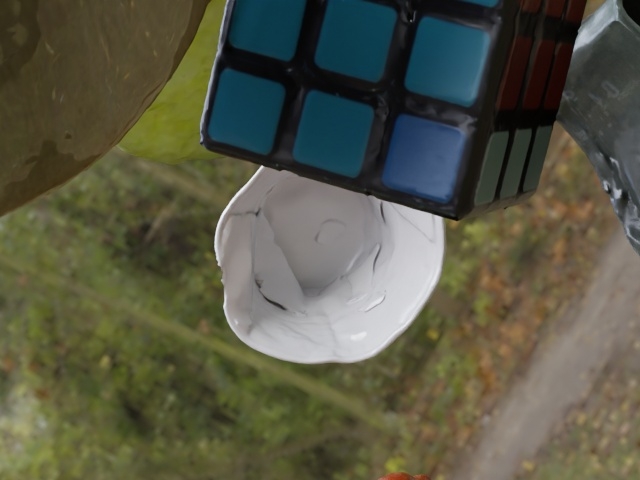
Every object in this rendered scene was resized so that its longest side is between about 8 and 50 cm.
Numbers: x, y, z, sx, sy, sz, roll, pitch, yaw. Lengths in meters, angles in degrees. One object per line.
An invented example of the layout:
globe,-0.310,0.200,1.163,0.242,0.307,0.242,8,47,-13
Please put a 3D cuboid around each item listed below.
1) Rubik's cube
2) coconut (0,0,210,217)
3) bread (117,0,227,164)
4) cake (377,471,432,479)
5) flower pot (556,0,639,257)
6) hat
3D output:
Rubik's cube,0.047,-0.111,0.906,0.163,0.162,0.161,-15,-61,-69
coconut,-0.206,-0.191,0.635,0.415,0.344,0.415,-32,46,40
bread,-0.146,-0.256,1.520,0.348,0.308,0.348,-24,-33,-17
cake,0.068,0.339,1.071,0.270,0.319,0.269,-45,-9,4
flower pot,0.242,-0.064,1.066,0.103,0.229,0.108,-29,-9,-39
hat,0.000,0.000,1.381,0.203,0.203,0.126,-59,13,4
